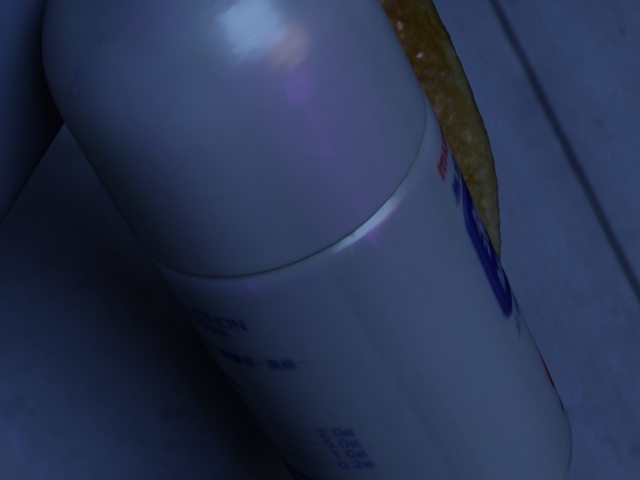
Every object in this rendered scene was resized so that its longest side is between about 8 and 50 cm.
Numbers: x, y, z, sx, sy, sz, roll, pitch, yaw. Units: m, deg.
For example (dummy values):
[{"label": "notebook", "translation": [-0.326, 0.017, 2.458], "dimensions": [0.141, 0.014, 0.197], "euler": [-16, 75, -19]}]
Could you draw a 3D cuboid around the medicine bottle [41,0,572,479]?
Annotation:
[{"label": "medicine bottle", "translation": [0.000, 0.000, 0.712], "dimensions": [0.130, 0.130, 0.341], "euler": [-54, 137, -24]}]

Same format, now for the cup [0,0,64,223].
[{"label": "cup", "translation": [-0.254, -0.040, 0.673], "dimensions": [0.253, 0.253, 0.371], "euler": [35, 69, -19]}]

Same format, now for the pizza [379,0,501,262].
[{"label": "pizza", "translation": [0.004, -0.043, 0.898], "dimensions": [0.182, 0.074, 0.365], "euler": [-24, 101, -23]}]
